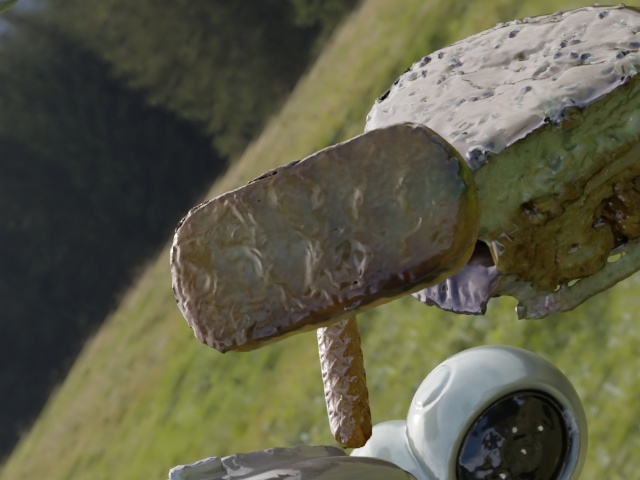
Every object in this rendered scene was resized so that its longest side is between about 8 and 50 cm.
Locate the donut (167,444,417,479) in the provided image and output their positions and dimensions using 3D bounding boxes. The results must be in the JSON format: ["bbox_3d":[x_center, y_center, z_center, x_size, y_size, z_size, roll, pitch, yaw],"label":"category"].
[{"bbox_3d":[-0.097,0.245,0.924,0.382,0.142,0.383,-25,-21,-10],"label":"donut"}]

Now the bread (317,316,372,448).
[{"bbox_3d":[0.024,0.138,1.859,0.052,0.044,0.157,80,-178,-59],"label":"bread"}]

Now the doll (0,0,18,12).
[{"bbox_3d":[-0.312,-0.266,1.439,0.153,0.195,0.258,87,178,-56],"label":"doll"}]

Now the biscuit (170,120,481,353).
[{"bbox_3d":[0.000,0.000,1.305,0.247,0.118,0.029,-21,-7,24],"label":"biscuit"}]

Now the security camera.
[{"bbox_3d":[0.166,0.214,1.900,0.236,0.194,0.194,-45,14,17],"label":"security camera"}]

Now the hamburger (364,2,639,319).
[{"bbox_3d":[0.182,-0.072,1.600,0.318,0.195,0.277,-32,28,-22],"label":"hamburger"}]
